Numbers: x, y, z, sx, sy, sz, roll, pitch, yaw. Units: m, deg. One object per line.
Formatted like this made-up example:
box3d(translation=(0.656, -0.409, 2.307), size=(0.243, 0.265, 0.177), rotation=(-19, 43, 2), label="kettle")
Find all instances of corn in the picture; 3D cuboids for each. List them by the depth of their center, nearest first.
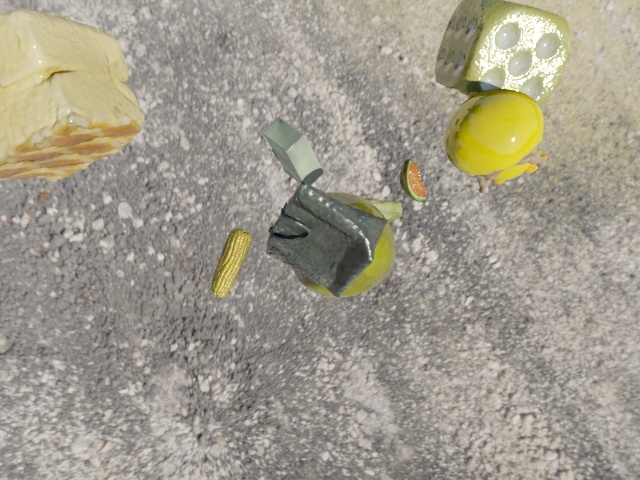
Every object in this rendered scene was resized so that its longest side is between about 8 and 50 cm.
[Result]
box3d(translation=(-0.288, 0.070, 1.737), size=(0.080, 0.080, 0.231), rotation=(23, 89, -4), label="corn")

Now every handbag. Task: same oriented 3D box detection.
box3d(translation=(0.000, 0.000, 0.932), size=(0.175, 0.270, 0.088), rotation=(27, 61, -4), label="handbag")

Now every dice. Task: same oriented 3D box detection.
box3d(translation=(0.428, -0.447, 1.313), size=(0.233, 0.238, 0.226), rotation=(9, 113, -13), label="dice")

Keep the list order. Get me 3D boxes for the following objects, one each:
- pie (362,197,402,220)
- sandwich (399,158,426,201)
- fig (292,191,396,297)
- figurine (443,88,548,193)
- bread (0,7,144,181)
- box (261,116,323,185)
box3d(translation=(0.131, -0.095, 1.756), size=(0.277, 0.277, 0.078), rotation=(-2, 90, -13), label="pie")
box3d(translation=(0.245, -0.154, 1.461), size=(0.067, 0.029, 0.135), rotation=(-45, 123, -25), label="sandwich")
box3d(translation=(0.060, 0.020, 1.214), size=(0.271, 0.239, 0.239), rotation=(24, 66, -31), label="fig")
box3d(translation=(0.418, -0.221, 1.267), size=(0.215, 0.344, 0.187), rotation=(-36, 63, 21), label="figurine")
box3d(translation=(-0.641, -0.302, 1.223), size=(0.371, 0.390, 0.279), rotation=(-22, 95, 12), label="bread")
box3d(translation=(-0.089, -0.288, 1.805), size=(0.086, 0.225, 0.129), rotation=(-45, 60, -7), label="box")
